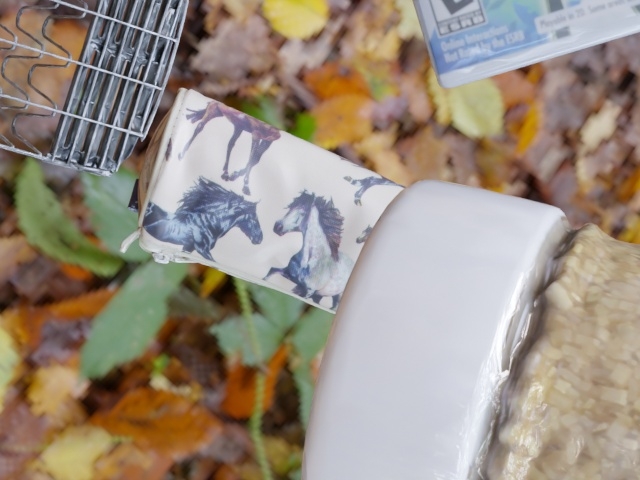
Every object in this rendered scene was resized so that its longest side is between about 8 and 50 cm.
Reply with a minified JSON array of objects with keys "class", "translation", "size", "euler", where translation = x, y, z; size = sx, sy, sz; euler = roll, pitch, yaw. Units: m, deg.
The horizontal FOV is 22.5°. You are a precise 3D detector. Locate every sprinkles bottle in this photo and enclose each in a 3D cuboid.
[{"class":"sprinkles bottle","translation":[0.177,0.081,0.446],"size":[0.121,0.355,0.121],"euler":[15,90,-74]}]

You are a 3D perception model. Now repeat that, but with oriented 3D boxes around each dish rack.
[{"class":"dish rack","translation":[-0.223,-0.161,1.115],"size":[0.271,0.074,0.208],"euler":[15,96,-39]}]

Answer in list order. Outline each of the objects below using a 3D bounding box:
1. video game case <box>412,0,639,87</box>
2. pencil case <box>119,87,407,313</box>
[{"class":"video game case","translation":[0.180,-0.274,0.906],"size":[0.329,0.300,0.036],"euler":[-16,-171,15]},{"class":"pencil case","translation":[0.000,0.000,1.699],"size":[0.160,0.410,0.183],"euler":[-128,-119,-81]}]
